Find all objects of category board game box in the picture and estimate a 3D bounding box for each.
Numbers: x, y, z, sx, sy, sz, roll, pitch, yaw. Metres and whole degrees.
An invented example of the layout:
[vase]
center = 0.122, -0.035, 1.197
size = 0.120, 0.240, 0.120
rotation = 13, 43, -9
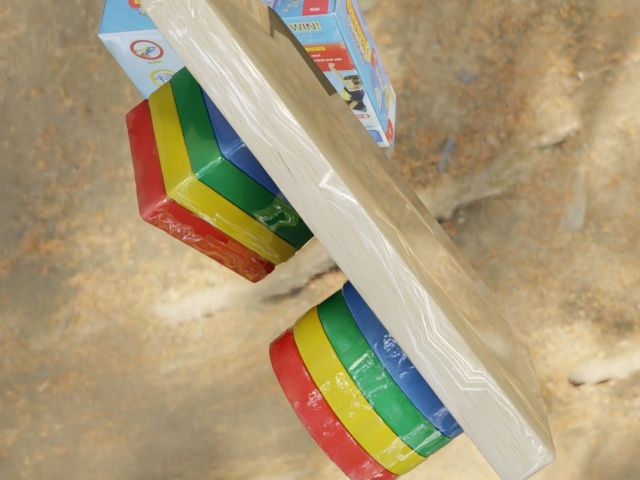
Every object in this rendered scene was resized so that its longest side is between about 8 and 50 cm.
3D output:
[board game box]
center = -0.083, -0.225, 1.543
size = 0.308, 0.086, 0.302
rotation = -2, 153, 17

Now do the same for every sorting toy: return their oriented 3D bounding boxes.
[sorting toy]
center = 0.000, 0.000, 0.609
size = 0.089, 0.257, 0.255
rotation = -37, -179, 9
